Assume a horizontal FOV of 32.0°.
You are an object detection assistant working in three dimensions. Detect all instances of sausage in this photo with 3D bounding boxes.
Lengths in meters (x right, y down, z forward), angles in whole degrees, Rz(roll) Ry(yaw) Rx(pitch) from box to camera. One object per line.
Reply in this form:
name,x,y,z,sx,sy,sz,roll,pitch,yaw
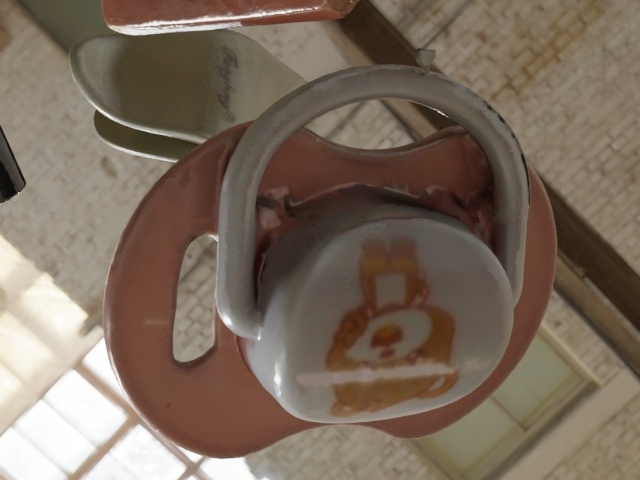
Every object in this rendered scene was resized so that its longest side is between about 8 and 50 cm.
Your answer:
sausage,-0.045,-0.114,0.520,0.147,0.035,0.030,1,-150,34

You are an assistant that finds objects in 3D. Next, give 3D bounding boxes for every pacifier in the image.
pacifier,0.010,0.026,0.759,0.332,0.220,0.273,-1,165,-26

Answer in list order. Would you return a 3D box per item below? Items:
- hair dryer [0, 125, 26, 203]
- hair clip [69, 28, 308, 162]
hair dryer,-0.351,-0.081,0.863,0.195,0.173,0.050,-23,-158,-4
hair clip,-0.128,-0.148,1.196,0.113,0.282,0.172,114,-19,-56
